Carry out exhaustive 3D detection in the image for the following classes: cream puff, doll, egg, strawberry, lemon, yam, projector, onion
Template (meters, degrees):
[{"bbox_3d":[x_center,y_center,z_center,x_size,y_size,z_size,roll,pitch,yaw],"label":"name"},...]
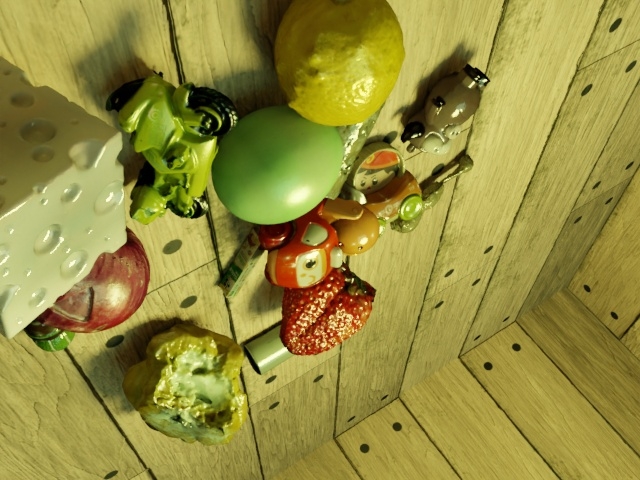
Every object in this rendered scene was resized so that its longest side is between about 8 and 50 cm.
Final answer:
[{"bbox_3d":[-0.332,0.366,1.795,0.323,0.269,0.274,33,139,-18],"label":"cream puff"},{"bbox_3d":[0.299,-0.306,1.689,0.182,0.117,0.257,-3,134,-56],"label":"doll"},{"bbox_3d":[-0.082,-0.149,1.360,0.270,0.220,0.220,-30,151,-24],"label":"egg"},{"bbox_3d":[-0.002,0.190,1.940,0.288,0.250,0.238,-58,-169,-7],"label":"strawberry"},{"bbox_3d":[0.031,-0.325,1.230,0.234,0.233,0.288,-28,159,-19],"label":"lemon"},{"bbox_3d":[0.318,-0.132,2.006,0.286,0.091,0.202,-39,-172,25],"label":"doll"},{"bbox_3d":[0.043,-0.227,1.491,0.133,0.133,0.330,-3,134,-48],"label":"yam"},{"bbox_3d":[-0.068,0.288,2.154,0.338,0.108,0.108,-29,151,-18],"label":"projector"},{"bbox_3d":[-0.415,0.050,1.251,0.272,0.256,0.230,-32,142,22],"label":"onion"}]

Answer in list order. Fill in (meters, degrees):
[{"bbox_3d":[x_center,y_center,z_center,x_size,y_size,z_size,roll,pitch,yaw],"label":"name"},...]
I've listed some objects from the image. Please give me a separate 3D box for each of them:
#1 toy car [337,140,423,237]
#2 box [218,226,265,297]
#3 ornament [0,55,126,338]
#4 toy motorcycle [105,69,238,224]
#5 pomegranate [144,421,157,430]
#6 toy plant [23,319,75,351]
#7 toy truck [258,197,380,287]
[{"bbox_3d":[0.133,-0.140,1.751,0.235,0.145,0.235,-17,127,-24],"label":"toy car"},{"bbox_3d":[-0.187,0.056,1.727,0.041,0.050,0.207,-2,135,-47],"label":"box"},{"bbox_3d":[-0.442,-0.062,0.972,0.240,0.240,0.239,-48,164,-38],"label":"ornament"},{"bbox_3d":[-0.267,-0.156,1.194,0.142,0.206,0.342,-58,179,-38],"label":"toy motorcycle"},{"bbox_3d":[-0.421,0.449,1.951,0.169,0.148,0.148,-35,154,-30],"label":"pomegranate"},{"bbox_3d":[-0.551,0.169,1.419,0.093,0.092,0.162,-30,152,-16],"label":"toy plant"},{"bbox_3d":[0.000,0.000,1.621,0.189,0.239,0.264,87,25,-51],"label":"toy truck"}]
